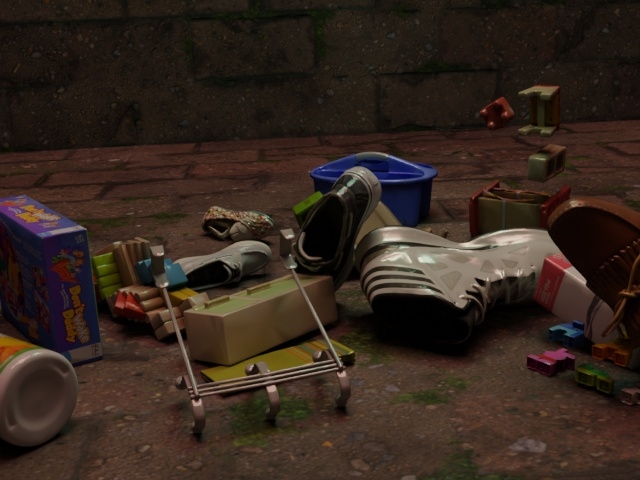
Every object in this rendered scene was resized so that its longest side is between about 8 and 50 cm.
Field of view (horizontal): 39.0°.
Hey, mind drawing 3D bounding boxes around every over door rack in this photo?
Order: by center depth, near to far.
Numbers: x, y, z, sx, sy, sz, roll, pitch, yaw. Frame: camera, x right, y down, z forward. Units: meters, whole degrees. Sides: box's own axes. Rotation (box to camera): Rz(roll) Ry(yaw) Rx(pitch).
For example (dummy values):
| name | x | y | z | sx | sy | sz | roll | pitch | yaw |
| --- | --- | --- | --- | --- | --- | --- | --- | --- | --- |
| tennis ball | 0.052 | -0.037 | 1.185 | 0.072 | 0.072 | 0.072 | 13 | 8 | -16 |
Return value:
| name | x | y | z | sx | sy | sz | roll | pitch | yaw |
| --- | --- | --- | --- | --- | --- | --- | --- | --- | --- |
| over door rack | -0.113 | 0.139 | 1.386 | 0.239 | 0.108 | 0.324 | -8 | 49 | -17 |

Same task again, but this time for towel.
| name | x | y | z | sx | sy | sz | roll | pitch | yaw |
| --- | --- | --- | --- | --- | --- | --- | --- | --- | --- |
| towel | -0.067 | 0.203 | 1.466 | 0.237 | 0.021 | 0.102 | -11 | 12 | -26 |

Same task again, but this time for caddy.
| name | x | y | z | sx | sy | sz | roll | pitch | yaw |
| --- | --- | --- | --- | --- | --- | --- | --- | --- | --- |
| caddy | 0.140 | -0.146 | 2.380 | 0.341 | 0.179 | 0.241 | 4 | 18 | 21 |

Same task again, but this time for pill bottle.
| name | x | y | z | sx | sy | sz | roll | pitch | yaw |
| --- | --- | --- | --- | --- | --- | --- | --- | --- | --- |
| pill bottle | -0.480 | 0.202 | 1.308 | 0.245 | 0.136 | 0.136 | 9 | 20 | 36 |

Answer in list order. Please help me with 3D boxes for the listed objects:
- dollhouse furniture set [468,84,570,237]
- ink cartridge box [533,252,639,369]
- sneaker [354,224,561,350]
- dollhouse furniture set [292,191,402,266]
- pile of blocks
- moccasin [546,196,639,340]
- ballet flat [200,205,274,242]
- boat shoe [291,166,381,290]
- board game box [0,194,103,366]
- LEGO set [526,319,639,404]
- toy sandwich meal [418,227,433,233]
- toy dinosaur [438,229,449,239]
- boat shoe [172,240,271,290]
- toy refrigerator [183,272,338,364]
| name | x | y | z | sx | sy | sz | roll | pitch | yaw |
| --- | --- | --- | --- | --- | --- | --- | --- | --- | --- |
| dollhouse furniture set | 0.468 | -0.181 | 2.106 | 0.201 | 0.374 | 0.152 | 11 | 25 | 35 |
| ink cartridge box | 0.491 | 0.102 | 1.499 | 0.158 | 0.092 | 0.218 | -14 | 36 | -35 |
| sneaker | 0.290 | 0.107 | 1.597 | 0.447 | 0.169 | 0.257 | 2 | 34 | -5 |
| dollhouse furniture set | 0.083 | 0.001 | 2.034 | 0.197 | 0.151 | 0.301 | -33 | 35 | 1 |
| pile of blocks | -0.353 | 0.084 | 1.688 | 0.362 | 0.149 | 0.112 | 13 | 22 | 43 |
| moccasin | 0.476 | 0.088 | 1.294 | 0.139 | 0.380 | 0.147 | -39 | 6 | 32 |
| ballet flat | -0.210 | -0.030 | 2.240 | 0.241 | 0.091 | 0.077 | 9 | 49 | 47 |
| boat shoe | 0.000 | 0.000 | 1.675 | 0.121 | 0.335 | 0.119 | 41 | 46 | 20 |
| board game box | -0.504 | 0.064 | 1.628 | 0.078 | 0.233 | 0.347 | -13 | 19 | -32 |
| LEGO set | 0.433 | 0.174 | 1.366 | 0.093 | 0.087 | 0.227 | -15 | 21 | -36 |
| toy sandwich meal | 0.228 | -0.012 | 2.161 | 0.085 | 0.029 | 0.085 | -2 | 16 | 1 |
| toy dinosaur | 0.204 | 0.014 | 2.068 | 0.183 | 0.053 | 0.092 | -10 | -6 | 21 |
| boat shoe | -0.202 | 0.063 | 1.897 | 0.227 | 0.079 | 0.081 | -14 | 28 | -20 |
| toy refrigerator | -0.099 | 0.127 | 1.571 | 0.102 | 0.094 | 0.269 | 2 | 14 | 43 |
